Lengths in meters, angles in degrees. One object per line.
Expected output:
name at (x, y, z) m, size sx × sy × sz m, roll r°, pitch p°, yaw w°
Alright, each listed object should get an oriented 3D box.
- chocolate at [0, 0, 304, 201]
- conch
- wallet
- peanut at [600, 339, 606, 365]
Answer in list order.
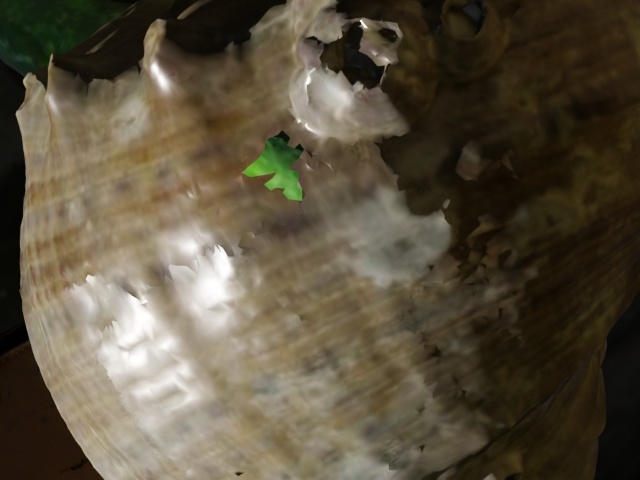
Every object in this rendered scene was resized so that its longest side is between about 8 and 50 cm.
chocolate at (-0.063, -0.061, 1.013) m, size 0.291 × 0.110 × 0.110 m, roll 32°, pitch -176°, yaw 26°
conch at (-0.012, -0.006, 0.708) m, size 0.210 × 0.297 × 0.352 m, roll 23°, pitch -109°, yaw -43°
wallet at (-0.234, 0.163, 1.386) m, size 0.161 × 0.195 × 0.042 m, roll 64°, pitch 156°, yaw -10°
peanut at (0.125, 0.056, 1.385) m, size 0.120 × 0.136 × 0.298 m, roll 37°, pitch -176°, yaw -12°
